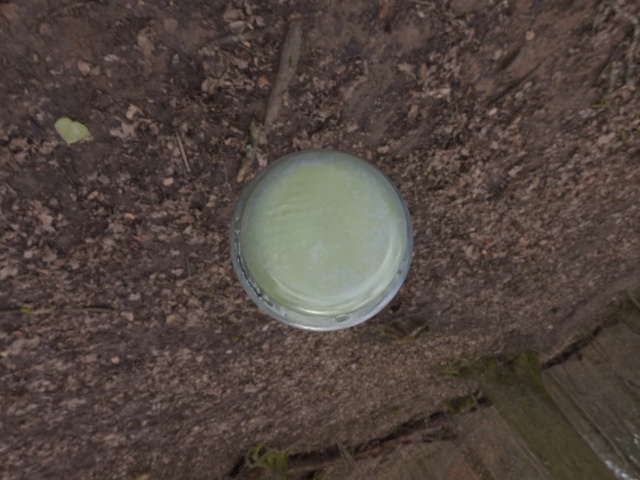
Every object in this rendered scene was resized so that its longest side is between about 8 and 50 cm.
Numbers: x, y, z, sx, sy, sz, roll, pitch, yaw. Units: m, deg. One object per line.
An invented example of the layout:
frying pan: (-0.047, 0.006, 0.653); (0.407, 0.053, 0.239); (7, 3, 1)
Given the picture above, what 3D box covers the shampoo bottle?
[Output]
shampoo bottle: (0.000, 0.000, 0.764); (0.322, 0.322, 0.317); (-38, 177, -7)
